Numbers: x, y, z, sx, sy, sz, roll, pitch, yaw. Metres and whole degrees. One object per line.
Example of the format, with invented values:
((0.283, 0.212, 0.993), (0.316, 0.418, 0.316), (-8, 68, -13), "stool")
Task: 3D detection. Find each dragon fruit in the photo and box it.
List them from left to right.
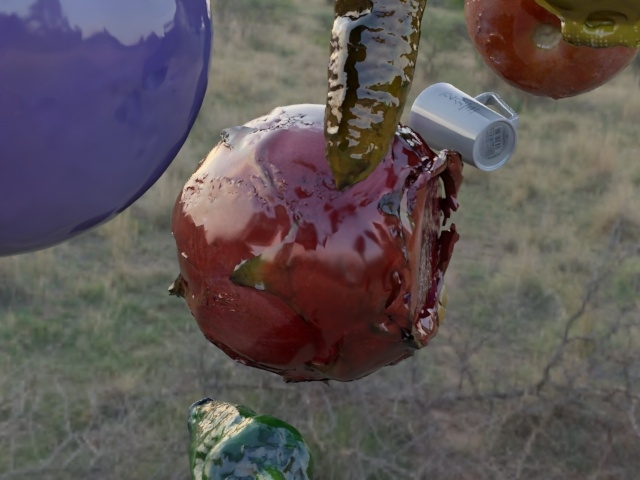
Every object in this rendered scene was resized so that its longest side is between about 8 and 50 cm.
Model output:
((0.000, 0.000, 0.982), (0.301, 0.296, 0.295), (6, 11, 39), "dragon fruit")

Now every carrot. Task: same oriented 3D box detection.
((0.044, -0.179, 0.543), (0.066, 0.314, 0.066), (9, -7, 1), "carrot")

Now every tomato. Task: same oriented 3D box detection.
((0.269, -0.267, 1.077), (0.208, 0.208, 0.184), (11, 41, 17), "tomato")

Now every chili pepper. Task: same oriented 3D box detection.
((-0.069, 0.215, 0.874), (0.099, 0.136, 0.270), (2, -9, -12), "chili pepper")

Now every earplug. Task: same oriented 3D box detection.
((-0.209, -0.194, 0.343), (0.215, 0.456, 0.215), (-34, 5, 3), "earplug")

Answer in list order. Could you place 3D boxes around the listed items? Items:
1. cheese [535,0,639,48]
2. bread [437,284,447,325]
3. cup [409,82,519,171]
((0.177, -0.239, 0.580), (0.156, 0.250, 0.064), (7, 32, 27), "cheese")
((0.111, 0.087, 1.358), (0.077, 0.114, 0.189), (14, -7, -37), "bread")
((0.170, -0.131, 1.066), (0.104, 0.074, 0.116), (-27, 36, -20), "cup")
